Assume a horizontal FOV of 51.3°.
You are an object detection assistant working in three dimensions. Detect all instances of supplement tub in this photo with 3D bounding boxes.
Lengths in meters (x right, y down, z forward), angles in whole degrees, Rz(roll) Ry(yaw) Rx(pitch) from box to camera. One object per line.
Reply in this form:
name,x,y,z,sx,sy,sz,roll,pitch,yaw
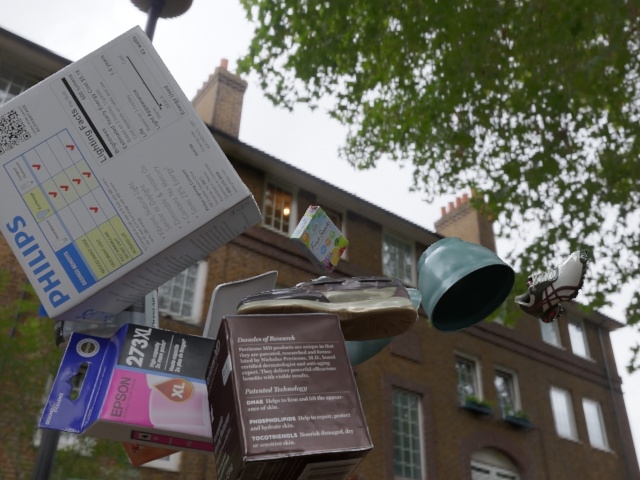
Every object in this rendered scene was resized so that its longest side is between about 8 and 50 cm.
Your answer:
supplement tub,-0.451,0.063,1.412,0.207,0.338,0.207,-5,-20,-2

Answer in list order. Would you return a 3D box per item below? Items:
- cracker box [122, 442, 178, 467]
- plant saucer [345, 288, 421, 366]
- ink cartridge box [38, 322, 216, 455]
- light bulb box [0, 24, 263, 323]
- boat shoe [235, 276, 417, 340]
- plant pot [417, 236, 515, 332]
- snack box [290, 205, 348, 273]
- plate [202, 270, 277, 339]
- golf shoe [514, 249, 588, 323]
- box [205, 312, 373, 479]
cracker box,-0.248,0.291,1.185,0.156,0.232,0.067,-19,-76,2
plant saucer,0.094,0.143,1.187,0.037,0.195,0.195,48,-47,-9
ink cartridge box,-0.219,0.230,1.027,0.371,0.175,0.069,11,-46,-8
light bulb box,-0.348,-0.099,1.144,0.361,0.358,0.225,-33,-9,-5
boat shoe,0.007,0.105,1.054,0.285,0.092,0.103,-3,-48,-7
plant pot,0.418,0.114,2.045,0.293,0.196,0.293,-17,-42,-16
snack box,0.000,0.000,1.598,0.037,0.100,0.141,2,-37,44
plate,-0.242,0.223,1.867,0.045,0.278,0.277,24,18,27
golf shoe,0.641,0.124,1.838,0.120,0.105,0.273,19,-47,0
box,-0.053,0.227,0.897,0.167,0.203,0.168,1,-41,-20
